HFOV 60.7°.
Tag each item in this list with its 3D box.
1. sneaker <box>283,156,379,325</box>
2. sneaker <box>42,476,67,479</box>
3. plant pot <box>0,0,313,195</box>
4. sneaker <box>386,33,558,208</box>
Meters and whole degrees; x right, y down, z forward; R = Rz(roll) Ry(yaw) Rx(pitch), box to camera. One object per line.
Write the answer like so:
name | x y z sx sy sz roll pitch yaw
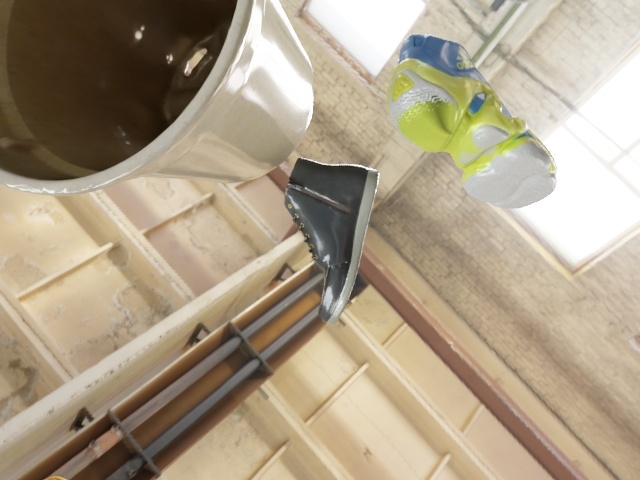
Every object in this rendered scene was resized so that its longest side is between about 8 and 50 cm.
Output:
sneaker | 0.000 0.000 0.749 0.118 0.222 0.083 13 -170 5
sneaker | -0.190 0.112 0.200 0.084 0.083 0.215 39 -179 43
plant pot | -0.156 -0.190 0.580 0.334 0.334 0.305 53 -168 15
sneaker | 0.161 -0.127 0.554 0.240 0.091 0.126 28 -129 -39
